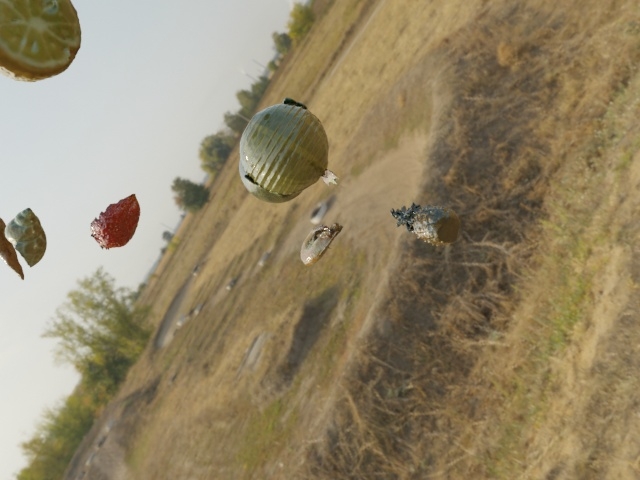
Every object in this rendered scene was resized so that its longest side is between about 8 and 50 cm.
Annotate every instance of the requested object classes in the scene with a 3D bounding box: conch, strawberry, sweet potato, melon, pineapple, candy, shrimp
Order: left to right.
[{"bbox_3d":[-0.975,0.025,1.826,0.068,0.068,0.226,-94,-7,-69],"label":"sweet potato"},{"bbox_3d":[-0.694,-0.501,1.388,0.118,0.260,0.260,-2,56,51],"label":"candy"},{"bbox_3d":[-0.846,-0.009,1.715,0.105,0.173,0.116,-18,16,-7],"label":"conch"},{"bbox_3d":[-0.553,-0.046,1.649,0.187,0.082,0.146,-53,-13,16],"label":"strawberry"},{"bbox_3d":[-0.163,-0.253,2.126,0.238,0.237,0.301,-59,-17,5],"label":"melon"},{"bbox_3d":[0.000,0.000,2.193,0.248,0.068,0.150,-34,47,45],"label":"shrimp"},{"bbox_3d":[0.266,-0.049,1.548,0.197,0.108,0.108,18,76,48],"label":"pineapple"}]

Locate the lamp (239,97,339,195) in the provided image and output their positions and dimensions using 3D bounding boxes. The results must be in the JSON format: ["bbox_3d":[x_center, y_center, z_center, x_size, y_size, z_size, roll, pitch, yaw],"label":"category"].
[{"bbox_3d":[-0.072,-0.232,1.580,0.250,0.284,0.250,-60,2,4],"label":"lamp"}]
